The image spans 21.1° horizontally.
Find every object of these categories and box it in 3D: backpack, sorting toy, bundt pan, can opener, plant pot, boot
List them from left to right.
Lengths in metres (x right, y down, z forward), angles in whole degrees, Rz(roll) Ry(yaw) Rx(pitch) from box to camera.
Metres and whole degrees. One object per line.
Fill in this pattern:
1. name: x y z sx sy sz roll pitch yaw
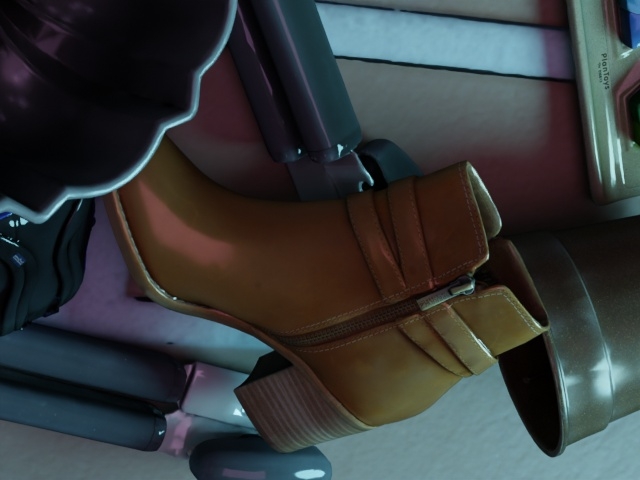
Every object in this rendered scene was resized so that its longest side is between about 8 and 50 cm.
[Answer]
1. bundt pan: -0.212 -0.178 1.018 0.331 0.124 0.331 -9 104 -40
2. backpack: -0.204 -0.007 1.129 0.098 0.101 0.120 -25 142 -29
3. can opener: -0.120 0.120 1.200 0.283 0.095 0.076 16 101 -28
4. boot: 0.000 0.000 1.134 0.220 0.109 0.283 -27 102 24
5. can opener: 0.000 -0.088 1.195 0.093 0.074 0.280 -46 122 -37
6. plant pot: 0.219 0.054 1.239 0.165 0.167 0.167 -15 112 -7
7. sorting toy: 0.303 -0.102 1.290 0.229 0.041 0.307 -15 111 -12
